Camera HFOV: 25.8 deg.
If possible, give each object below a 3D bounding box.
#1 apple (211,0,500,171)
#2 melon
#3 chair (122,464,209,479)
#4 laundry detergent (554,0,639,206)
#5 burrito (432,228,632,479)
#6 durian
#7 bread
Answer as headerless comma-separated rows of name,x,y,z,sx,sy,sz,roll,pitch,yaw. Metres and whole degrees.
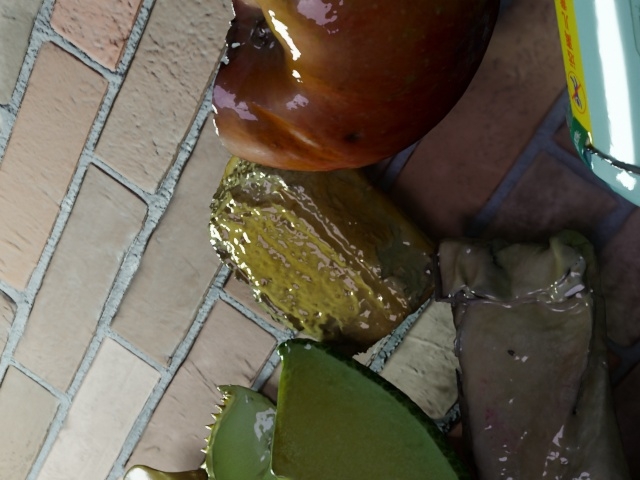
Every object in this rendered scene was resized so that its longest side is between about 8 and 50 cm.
apple,0.049,-0.177,1.146,0.163,0.251,0.293,25,133,25
melon,0.049,0.299,1.440,0.331,0.226,0.343,41,168,20
chair,-0.135,0.389,1.745,0.159,0.172,0.247,-64,38,43
laundry detergent,0.303,-0.178,0.972,0.287,0.287,0.305,3,124,29
burrito,0.207,0.154,1.321,0.175,0.107,0.348,-16,83,36
durian,-0.042,0.282,1.646,0.252,0.144,0.139,34,111,11
bread,0.000,0.000,1.396,0.245,0.121,0.174,45,126,-5
